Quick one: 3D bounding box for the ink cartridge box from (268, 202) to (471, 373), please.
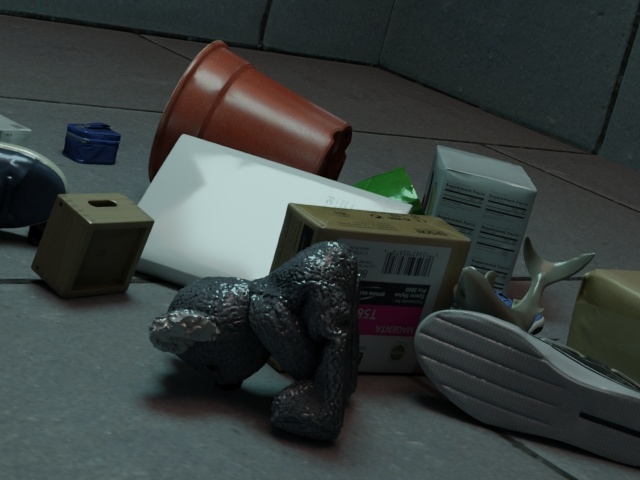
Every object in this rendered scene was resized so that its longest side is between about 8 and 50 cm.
[{"bbox_3d":[0.051,0.063,1.692,0.234,0.193,0.088,4,20,-33],"label":"ink cartridge box"}]

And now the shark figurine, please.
[{"bbox_3d":[0.268,0.098,1.777,0.116,0.166,0.278,12,15,32],"label":"shark figurine"}]

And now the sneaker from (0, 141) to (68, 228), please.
[{"bbox_3d":[-0.503,-0.058,1.780,0.350,0.131,0.148,4,24,-16],"label":"sneaker"}]

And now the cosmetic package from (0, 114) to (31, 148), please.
[{"bbox_3d":[-0.555,-0.164,2.153,0.239,0.099,0.060,26,21,38],"label":"cosmetic package"}]

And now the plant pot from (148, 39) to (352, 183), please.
[{"bbox_3d":[-0.106,-0.156,2.286,0.265,0.272,0.272,26,16,10],"label":"plant pot"}]

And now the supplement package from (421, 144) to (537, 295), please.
[{"bbox_3d":[0.235,-0.022,2.174,0.149,0.203,0.194,14,14,-3],"label":"supplement package"}]

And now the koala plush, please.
[{"bbox_3d":[-0.072,0.094,1.516,0.221,0.203,0.196,4,13,8],"label":"koala plush"}]

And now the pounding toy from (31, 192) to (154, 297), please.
[{"bbox_3d":[-0.291,0.005,1.747,0.100,0.130,0.141,38,25,31],"label":"pounding toy"}]

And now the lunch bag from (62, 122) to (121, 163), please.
[{"bbox_3d":[-0.398,-0.175,2.406,0.067,0.065,0.098,27,19,39],"label":"lunch bag"}]

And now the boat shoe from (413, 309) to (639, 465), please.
[{"bbox_3d":[0.267,0.180,1.667,0.335,0.121,0.119,26,7,2],"label":"boat shoe"}]

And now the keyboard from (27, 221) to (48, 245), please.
[{"bbox_3d":[-0.314,0.001,1.924,0.192,0.038,0.100,12,38,-13],"label":"keyboard"}]

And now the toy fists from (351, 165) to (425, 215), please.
[{"bbox_3d":[0.096,0.013,1.977,0.142,0.096,0.279,-21,46,0],"label":"toy fists"}]

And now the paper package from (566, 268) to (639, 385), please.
[{"bbox_3d":[0.547,0.171,1.826,0.309,0.168,0.325,4,17,-35],"label":"paper package"}]

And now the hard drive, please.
[{"bbox_3d":[-0.077,-0.009,1.887,0.353,0.047,0.233,18,53,12],"label":"hard drive"}]

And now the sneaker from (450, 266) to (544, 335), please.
[{"bbox_3d":[0.229,0.087,2.000,0.211,0.081,0.080,16,13,0],"label":"sneaker"}]
